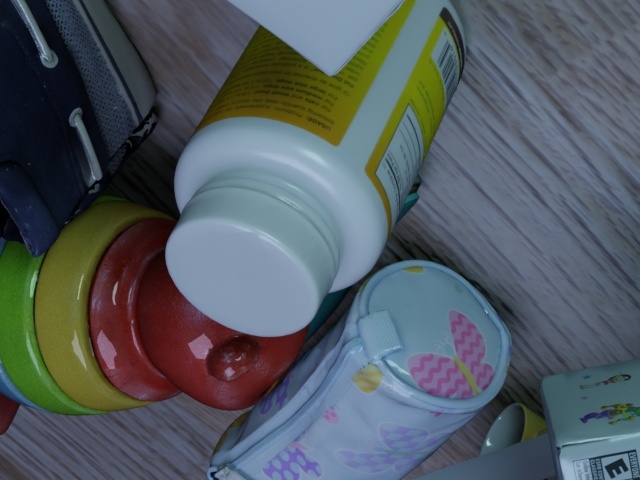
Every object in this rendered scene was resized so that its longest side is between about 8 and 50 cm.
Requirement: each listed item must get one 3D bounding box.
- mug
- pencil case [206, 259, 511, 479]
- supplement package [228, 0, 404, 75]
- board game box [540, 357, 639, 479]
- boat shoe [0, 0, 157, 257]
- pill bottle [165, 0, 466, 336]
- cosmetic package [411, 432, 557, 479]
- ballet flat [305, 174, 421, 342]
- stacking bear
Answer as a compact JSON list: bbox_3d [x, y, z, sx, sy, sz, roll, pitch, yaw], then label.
[{"bbox_3d":[0.158,0.159,1.080,0.064,0.062,0.078,27,180,-14],"label":"mug"},{"bbox_3d":[0.020,0.120,1.072,0.124,0.114,0.273,12,145,-24],"label":"pencil case"},{"bbox_3d":[0.020,-0.184,0.693,0.105,0.179,0.105,36,139,-11],"label":"supplement package"},{"bbox_3d":[0.293,0.165,0.840,0.303,0.097,0.224,-11,106,5],"label":"board game box"},{"bbox_3d":[-0.225,-0.140,0.889,0.127,0.158,0.340,-9,129,35],"label":"boat shoe"},{"bbox_3d":[-0.003,-0.053,0.819,0.117,0.215,0.117,15,139,14],"label":"pill bottle"},{"bbox_3d":[0.212,0.300,1.079,0.196,0.155,0.366,-21,129,5],"label":"cosmetic package"},{"bbox_3d":[0.000,0.000,1.006,0.068,0.072,0.213,51,141,13],"label":"ballet flat"},{"bbox_3d":[-0.132,0.048,1.008,0.289,0.175,0.164,1,128,37],"label":"stacking bear"}]
